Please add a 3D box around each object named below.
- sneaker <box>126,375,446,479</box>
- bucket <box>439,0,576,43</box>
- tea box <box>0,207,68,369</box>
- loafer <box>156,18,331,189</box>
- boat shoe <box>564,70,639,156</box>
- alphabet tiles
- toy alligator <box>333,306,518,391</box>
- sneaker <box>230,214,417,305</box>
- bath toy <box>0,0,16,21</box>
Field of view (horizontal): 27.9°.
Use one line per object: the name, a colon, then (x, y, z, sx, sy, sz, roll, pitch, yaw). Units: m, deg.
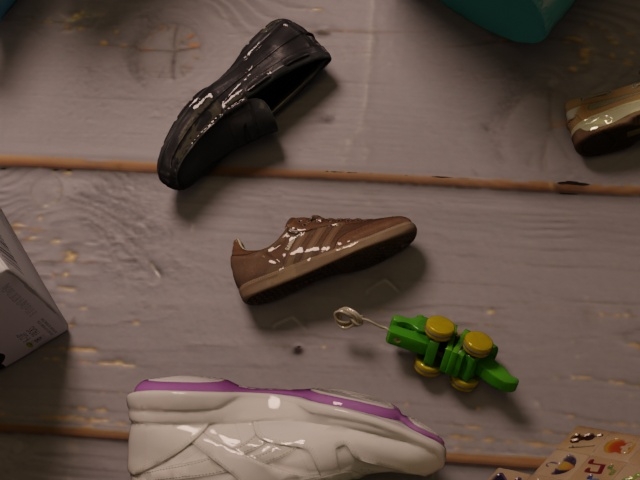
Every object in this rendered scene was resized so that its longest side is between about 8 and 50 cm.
sneaker: (-0.035, 0.211, 1.211, 0.305, 0.114, 0.152, 4, 86, 10)
bucket: (0.176, -0.340, 1.275, 0.281, 0.281, 0.183, 36, 86, 14)
tea box: (-0.479, 0.010, 1.235, 0.323, 0.220, 0.329, -32, 73, -6)
loafer: (-0.079, -0.134, 1.325, 0.078, 0.076, 0.223, 35, 74, 22)
boat shoe: (0.342, -0.146, 1.306, 0.190, 0.068, 0.072, -12, 60, 1)
alphabet tiles: (0.212, 0.241, 1.128, 0.198, 0.009, 0.237, 3, 32, 47)
toy alligator: (0.108, 0.095, 1.255, 0.189, 0.056, 0.051, 22, 33, 12)
sneaker: (0.000, 0.000, 1.282, 0.188, 0.066, 0.071, -20, 71, -3)
bath toy: (-0.490, -0.330, 1.379, 0.348, 0.151, 0.129, 20, 60, 12)
